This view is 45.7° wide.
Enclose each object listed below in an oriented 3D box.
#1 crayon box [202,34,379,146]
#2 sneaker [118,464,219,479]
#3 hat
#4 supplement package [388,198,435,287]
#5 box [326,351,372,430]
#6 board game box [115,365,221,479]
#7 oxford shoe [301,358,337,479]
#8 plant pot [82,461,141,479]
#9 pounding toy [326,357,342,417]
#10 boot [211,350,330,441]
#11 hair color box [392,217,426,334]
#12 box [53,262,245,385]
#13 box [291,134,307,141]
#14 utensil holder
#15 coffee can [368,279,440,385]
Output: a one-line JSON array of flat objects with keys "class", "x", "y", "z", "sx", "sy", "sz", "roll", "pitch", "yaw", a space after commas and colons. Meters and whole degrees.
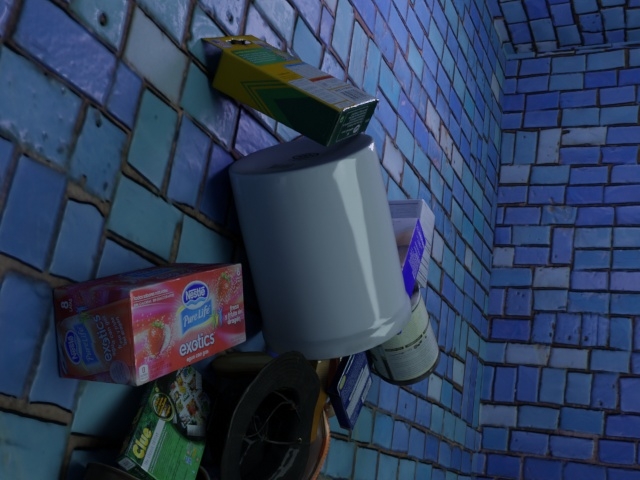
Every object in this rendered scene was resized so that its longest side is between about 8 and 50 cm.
[{"class": "crayon box", "x": -0.068, "y": -0.308, "z": 1.527, "sx": 0.203, "sy": 0.323, "sz": 0.083, "roll": -33, "pitch": 150, "yaw": -60}, {"class": "sneaker", "x": -0.226, "y": 0.445, "z": 1.328, "sx": 0.290, "sy": 0.123, "sz": 0.106, "roll": 45, "pitch": 49, "yaw": -57}, {"class": "hat", "x": -0.132, "y": 0.353, "z": 1.409, "sx": 0.331, "sy": 0.134, "sz": 0.331, "roll": -32, "pitch": 127, "yaw": -54}, {"class": "supplement package", "x": 0.256, "y": 0.011, "z": 2.326, "sx": 0.134, "sy": 0.139, "sz": 0.244, "roll": 43, "pitch": 53, "yaw": -56}, {"class": "box", "x": 0.066, "y": 0.315, "z": 1.691, "sx": 0.225, "sy": 0.036, "sz": 0.136, "roll": 76, "pitch": 35, "yaw": -52}, {"class": "board game box", "x": -0.244, "y": 0.303, "z": 1.255, "sx": 0.136, "sy": 0.030, "sz": 0.260, "roll": 50, "pitch": 23, "yaw": -20}, {"class": "oxford shoe", "x": -0.057, "y": 0.390, "z": 1.732, "sx": 0.132, "sy": 0.130, "sz": 0.364, "roll": 2, "pitch": 96, "yaw": -32}, {"class": "plant pot", "x": -0.314, "y": 0.442, "z": 1.116, "sx": 0.165, "sy": 0.167, "sz": 0.167, "roll": -63, "pitch": 144, "yaw": -32}, {"class": "pounding toy", "x": 0.058, "y": 0.318, "z": 1.886, "sx": 0.154, "sy": 0.154, "sz": 0.270, "roll": 42, "pitch": 53, "yaw": -52}, {"class": "boot", "x": -0.104, "y": 0.342, "z": 1.564, "sx": 0.295, "sy": 0.104, "sz": 0.211, "roll": 6, "pitch": 98, "yaw": -38}, {"class": "hair color box", "x": 0.157, "y": 0.090, "z": 2.065, "sx": 0.110, "sy": 0.185, "sz": 0.339, "roll": 64, "pitch": 35, "yaw": -42}, {"class": "box", "x": -0.263, "y": 0.122, "z": 1.222, "sx": 0.300, "sy": 0.154, "sz": 0.142, "roll": -13, "pitch": 101, "yaw": -63}, {"class": "box", "x": 0.003, "y": -0.121, "z": 1.812, "sx": 0.128, "sy": 0.122, "sz": 0.257, "roll": -46, "pitch": 130, "yaw": -57}, {"class": "utensil holder", "x": 0.000, "y": 0.000, "z": 1.580, "sx": 0.327, "sy": 0.327, "sz": 0.385, "roll": -42, "pitch": 125, "yaw": -57}, {"class": "coffee can", "x": 0.217, "y": 0.251, "z": 2.168, "sx": 0.201, "sy": 0.201, "sz": 0.275, "roll": -65, "pitch": 145, "yaw": -42}]
